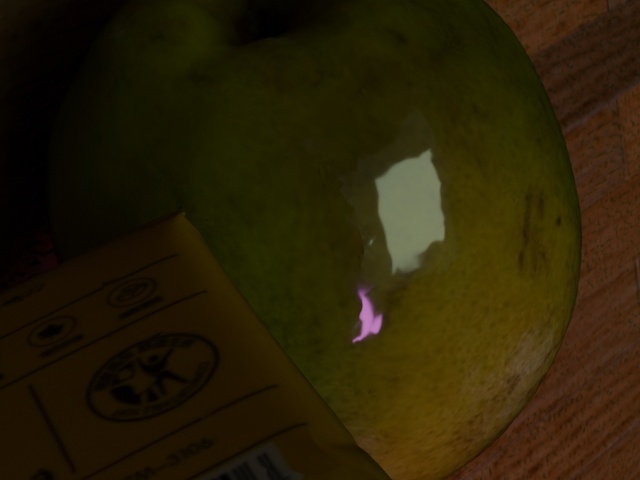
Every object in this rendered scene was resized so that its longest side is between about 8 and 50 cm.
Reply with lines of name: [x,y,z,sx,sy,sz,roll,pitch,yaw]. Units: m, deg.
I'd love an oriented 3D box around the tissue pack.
tissue pack: [-0.142,0.195,0.666,0.382,0.293,0.228,-26,123,-10]

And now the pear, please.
pear: [0.000,0.000,0.921,0.253,0.253,0.307,-40,136,-35]
